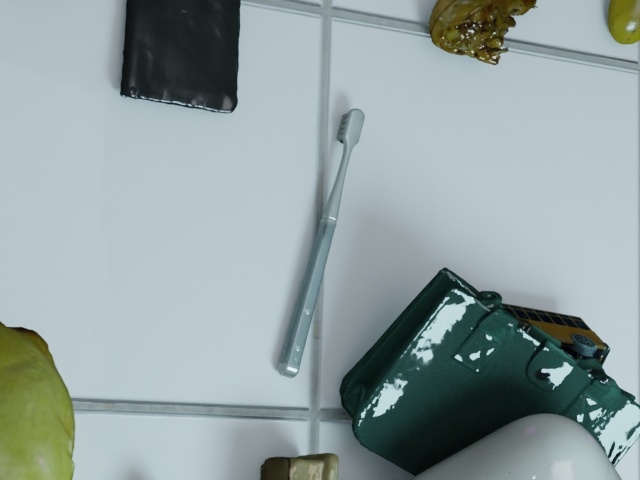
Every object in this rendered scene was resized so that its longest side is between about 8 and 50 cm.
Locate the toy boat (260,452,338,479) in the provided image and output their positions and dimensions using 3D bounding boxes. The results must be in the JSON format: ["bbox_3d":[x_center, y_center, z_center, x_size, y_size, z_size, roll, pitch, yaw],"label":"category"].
[{"bbox_3d":[-0.032,0.335,1.674,0.061,0.116,0.188,9,77,-22],"label":"toy boat"}]

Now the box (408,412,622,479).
[{"bbox_3d":[0.247,0.380,1.728,0.289,0.141,0.349,-31,116,10],"label":"box"}]

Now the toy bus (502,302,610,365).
[{"bbox_3d":[0.258,0.134,1.851,0.182,0.103,0.091,11,115,-26],"label":"toy bus"}]

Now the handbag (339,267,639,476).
[{"bbox_3d":[0.208,0.203,1.764,0.326,0.089,0.238,33,106,-19],"label":"handbag"}]

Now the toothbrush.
[{"bbox_3d":[0.001,0.000,1.778,0.025,0.030,0.342,20,75,-24],"label":"toothbrush"}]

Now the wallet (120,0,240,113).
[{"bbox_3d":[-0.159,-0.294,1.733,0.146,0.030,0.285,7,80,-24],"label":"wallet"}]

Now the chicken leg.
[{"bbox_3d":[0.232,-0.297,1.906,0.207,0.085,0.101,-27,62,-34],"label":"chicken leg"}]

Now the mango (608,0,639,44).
[{"bbox_3d":[0.458,-0.336,2.034,0.161,0.076,0.103,-45,111,-16],"label":"mango"}]

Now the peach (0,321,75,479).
[{"bbox_3d":[-0.382,0.230,1.408,0.314,0.281,0.315,3,62,3],"label":"peach"}]
